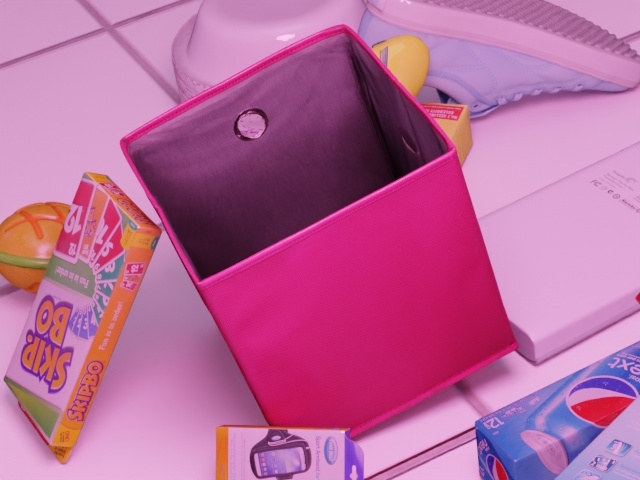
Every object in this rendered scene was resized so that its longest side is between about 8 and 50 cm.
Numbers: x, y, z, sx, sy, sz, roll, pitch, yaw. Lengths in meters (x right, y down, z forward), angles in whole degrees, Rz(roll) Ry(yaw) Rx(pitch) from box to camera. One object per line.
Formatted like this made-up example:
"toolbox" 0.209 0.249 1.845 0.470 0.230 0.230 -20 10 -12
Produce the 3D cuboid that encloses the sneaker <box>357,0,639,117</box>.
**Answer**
"sneaker" 0.209 -0.214 1.914 0.366 0.150 0.135 12 29 -15

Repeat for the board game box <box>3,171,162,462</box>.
"board game box" -0.236 0.076 1.528 0.039 0.259 0.124 8 22 -38

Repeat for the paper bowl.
"paper bowl" -0.046 -0.244 1.993 0.284 0.148 0.284 -6 35 4

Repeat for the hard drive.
"hard drive" 0.285 0.004 1.667 0.307 0.040 0.203 -26 39 -21

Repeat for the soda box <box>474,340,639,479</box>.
"soda box" 0.245 0.163 1.431 0.210 0.071 0.067 -24 38 -19

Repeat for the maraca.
"maraca" -0.288 0.005 1.752 0.127 0.099 0.186 15 16 21

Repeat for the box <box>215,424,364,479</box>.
"box" -0.026 0.208 1.425 0.136 0.081 0.028 1 -1 11

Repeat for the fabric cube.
"fabric cube" 0.000 0.000 1.504 0.254 0.258 0.259 -29 41 -5

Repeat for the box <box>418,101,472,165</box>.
"box" 0.101 -0.072 1.796 0.087 0.058 0.232 6 38 22

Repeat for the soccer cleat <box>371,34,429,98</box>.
"soccer cleat" 0.031 -0.107 1.770 0.289 0.093 0.121 -46 36 -4

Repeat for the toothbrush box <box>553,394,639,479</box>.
"toothbrush box" 0.307 0.226 1.209 0.216 0.126 0.295 20 41 35

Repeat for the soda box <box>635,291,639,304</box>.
"soda box" 0.406 0.109 1.391 0.083 0.092 0.263 -49 56 2
